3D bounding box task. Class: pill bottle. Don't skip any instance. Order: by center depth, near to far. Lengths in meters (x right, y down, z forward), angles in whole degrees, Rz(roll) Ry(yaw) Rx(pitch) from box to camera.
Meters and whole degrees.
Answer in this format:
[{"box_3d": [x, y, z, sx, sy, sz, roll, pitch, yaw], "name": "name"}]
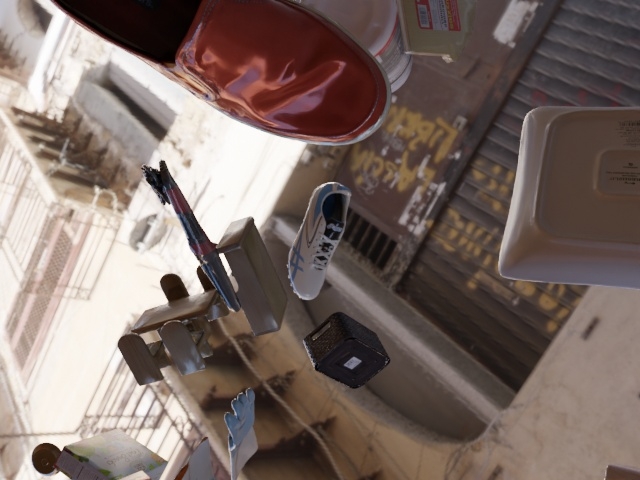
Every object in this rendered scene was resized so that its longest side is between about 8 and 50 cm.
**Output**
[{"box_3d": [0.075, -0.350, 1.141, 0.161, 0.161, 0.283, 31, -172, 14], "name": "pill bottle"}]

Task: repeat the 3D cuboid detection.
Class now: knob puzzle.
[{"box_3d": [0.131, -0.304, 0.768, 0.030, 0.213, 0.213, -5, 169, 39], "name": "knob puzzle"}]

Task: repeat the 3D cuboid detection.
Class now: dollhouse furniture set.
[{"box_3d": [-0.197, 0.084, 1.053, 0.212, 0.242, 0.161, -77, -33, -65], "name": "dollhouse furniture set"}]

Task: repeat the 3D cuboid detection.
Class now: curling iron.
[{"box_3d": [-0.160, 0.000, 0.868, 0.068, 0.035, 0.274, 49, 167, 51], "name": "curling iron"}]

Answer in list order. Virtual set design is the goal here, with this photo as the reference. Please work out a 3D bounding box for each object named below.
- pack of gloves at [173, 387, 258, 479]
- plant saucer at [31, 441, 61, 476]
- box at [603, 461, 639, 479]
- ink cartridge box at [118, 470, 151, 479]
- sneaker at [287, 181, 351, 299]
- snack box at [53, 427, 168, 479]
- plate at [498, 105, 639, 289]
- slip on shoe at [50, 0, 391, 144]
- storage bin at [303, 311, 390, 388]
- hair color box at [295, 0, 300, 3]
[{"box_3d": [-0.141, 0.357, 1.023, 0.046, 0.232, 0.195, 22, -131, 19], "name": "pack of gloves"}, {"box_3d": [-0.646, 0.518, 1.538, 0.083, 0.083, 0.015, 29, -173, 4], "name": "plant saucer"}, {"box_3d": [0.410, 0.260, 0.546, 0.324, 0.063, 0.067, 7, 168, 30], "name": "box"}, {"box_3d": [-0.167, 0.259, 0.621, 0.029, 0.063, 0.115, -16, 173, -25], "name": "ink cartridge box"}, {"box_3d": [0.000, 0.000, 1.264, 0.085, 0.237, 0.086, 18, 174, -29], "name": "sneaker"}, {"box_3d": [-0.294, 0.319, 0.931, 0.100, 0.037, 0.141, 29, -179, 14], "name": "snack box"}, {"box_3d": [0.371, -0.069, 0.785, 0.277, 0.278, 0.045, 4, 148, 25], "name": "plate"}, {"box_3d": [-0.088, -0.171, 0.553, 0.331, 0.123, 0.101, 26, -162, -15], "name": "slip on shoe"}, {"box_3d": [0.063, 0.259, 1.524, 0.180, 0.122, 0.084, 36, -162, -43], "name": "storage bin"}, {"box_3d": [0.063, -0.537, 1.549, 0.374, 0.185, 0.113, -19, -131, -19], "name": "hair color box"}]
